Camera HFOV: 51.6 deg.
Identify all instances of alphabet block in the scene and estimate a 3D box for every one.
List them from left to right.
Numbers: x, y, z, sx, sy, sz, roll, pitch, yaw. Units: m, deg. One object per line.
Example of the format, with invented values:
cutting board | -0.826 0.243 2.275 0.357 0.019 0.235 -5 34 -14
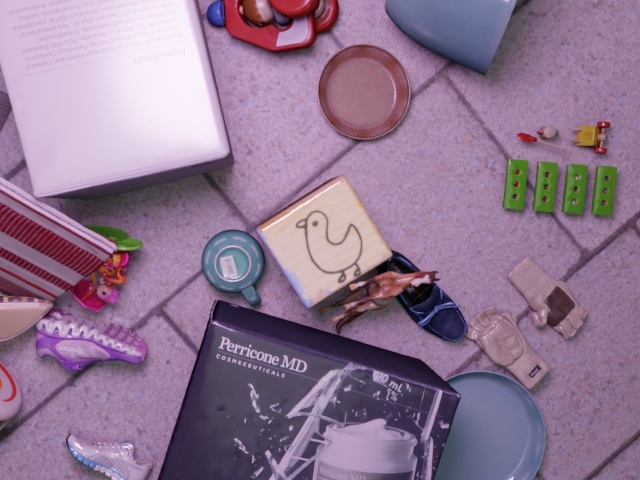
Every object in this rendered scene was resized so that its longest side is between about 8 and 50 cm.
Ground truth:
alphabet block | 0.000 0.000 1.329 0.197 0.193 0.192 -33 98 -4

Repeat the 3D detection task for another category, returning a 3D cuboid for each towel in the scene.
towel | -0.540 0.013 1.193 0.237 0.329 0.037 35 47 -29

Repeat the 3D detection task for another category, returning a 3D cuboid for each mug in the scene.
mug | -0.167 0.050 1.360 0.158 0.097 0.129 29 90 -7

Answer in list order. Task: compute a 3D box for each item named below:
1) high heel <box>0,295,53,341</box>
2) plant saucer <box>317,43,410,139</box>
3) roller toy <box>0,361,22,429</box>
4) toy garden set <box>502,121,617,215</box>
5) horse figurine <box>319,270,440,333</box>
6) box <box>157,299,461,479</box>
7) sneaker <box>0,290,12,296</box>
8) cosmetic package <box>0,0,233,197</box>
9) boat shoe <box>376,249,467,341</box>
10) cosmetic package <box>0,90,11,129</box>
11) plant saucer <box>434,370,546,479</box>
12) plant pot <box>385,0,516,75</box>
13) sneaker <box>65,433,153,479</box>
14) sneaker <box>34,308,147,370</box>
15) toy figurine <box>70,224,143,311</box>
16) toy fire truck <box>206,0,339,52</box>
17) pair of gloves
high heel | -0.667 0.123 1.297 0.261 0.186 0.093 -15 123 -20
plant saucer | 0.089 -0.311 1.398 0.199 0.036 0.198 0 94 -7
roller toy | -0.692 0.307 1.268 0.146 0.209 0.191 -43 117 -1
toy garden set | 0.522 -0.163 1.452 0.244 0.049 0.203 4 95 -6
horse figurine | 0.104 0.114 1.343 0.174 0.263 0.066 -15 73 -26
box | -0.052 0.419 1.294 0.480 0.297 0.471 17 90 -7
sneaker | -0.638 0.122 1.349 0.083 0.032 0.037 30 104 -3
cosmetic package | -0.358 -0.298 1.200 0.327 0.329 0.393 -13 94 -5
boat shoe | 0.212 0.129 1.412 0.258 0.089 0.109 39 89 -7
cosmetic package | -0.742 -0.147 1.236 0.155 0.197 0.365 26 89 -7
plant saucer | 0.340 0.440 1.470 0.318 0.044 0.317 0 93 -7
plant pot | 0.263 -0.500 1.290 0.235 0.293 0.293 20 91 6
sneaker | -0.434 0.442 1.376 0.191 0.071 0.083 37 83 -16
sneaker | -0.471 0.219 1.345 0.236 0.095 0.104 15 97 -1
toy figurine | -0.436 0.067 1.322 0.173 0.130 0.159 13 106 20
toy fire truck | -0.109 -0.524 1.316 0.254 0.169 0.302 -3 94 18
pair of gloves | 0.457 0.178 1.466 0.204 0.042 0.240 39 84 -4
